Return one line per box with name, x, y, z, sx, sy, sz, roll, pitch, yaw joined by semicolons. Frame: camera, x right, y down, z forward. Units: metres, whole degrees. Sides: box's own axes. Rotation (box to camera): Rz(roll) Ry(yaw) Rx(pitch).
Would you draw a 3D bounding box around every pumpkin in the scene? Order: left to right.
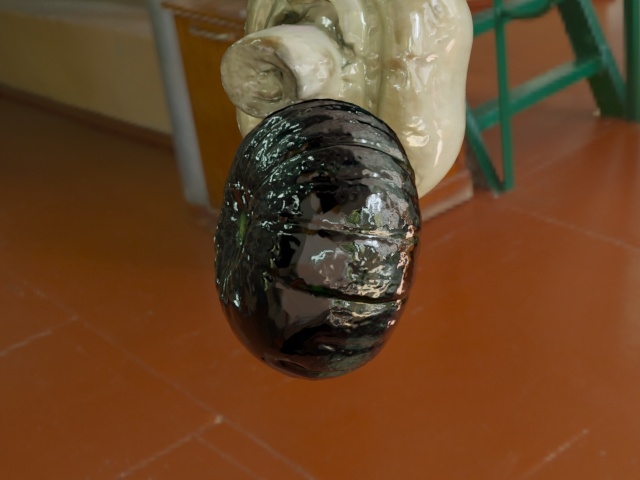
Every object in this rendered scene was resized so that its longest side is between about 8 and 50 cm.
pumpkin;0.000;0.000;0.775;0.140;0.202;0.202;8;22;-19

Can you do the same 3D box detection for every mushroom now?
mushroom;0.007;-0.148;0.940;0.234;0.254;0.260;-9;64;-46
